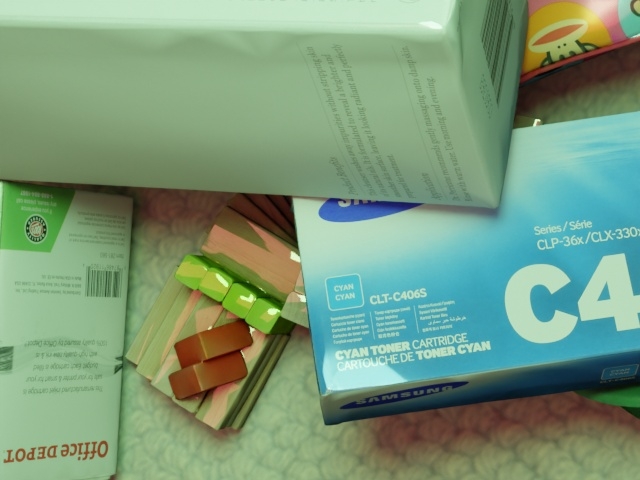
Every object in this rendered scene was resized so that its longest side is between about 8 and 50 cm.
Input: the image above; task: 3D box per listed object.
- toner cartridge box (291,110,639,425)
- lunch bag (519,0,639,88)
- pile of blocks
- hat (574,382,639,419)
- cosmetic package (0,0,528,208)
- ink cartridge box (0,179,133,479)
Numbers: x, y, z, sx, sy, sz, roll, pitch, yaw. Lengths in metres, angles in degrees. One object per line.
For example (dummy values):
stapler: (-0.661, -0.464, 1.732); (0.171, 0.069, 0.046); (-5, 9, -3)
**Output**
toner cartridge box: (0.161, 0.011, 1.057); (0.348, 0.075, 0.165); (-9, 67, 0)
lunch bag: (0.099, -0.228, 1.108); (0.293, 0.120, 0.258); (-19, 101, 22)
pile of blocks: (0.000, 0.000, 1.183); (0.362, 0.112, 0.149); (-36, 82, 7)
hat: (0.255, 0.106, 1.176); (0.173, 0.183, 0.208); (-16, 45, 8)
cosmetic package: (-0.079, -0.139, 0.994); (0.385, 0.217, 0.156); (6, 66, 16)
ink cartridge box: (-0.223, 0.068, 1.193); (0.092, 0.160, 0.219); (3, 88, 29)
